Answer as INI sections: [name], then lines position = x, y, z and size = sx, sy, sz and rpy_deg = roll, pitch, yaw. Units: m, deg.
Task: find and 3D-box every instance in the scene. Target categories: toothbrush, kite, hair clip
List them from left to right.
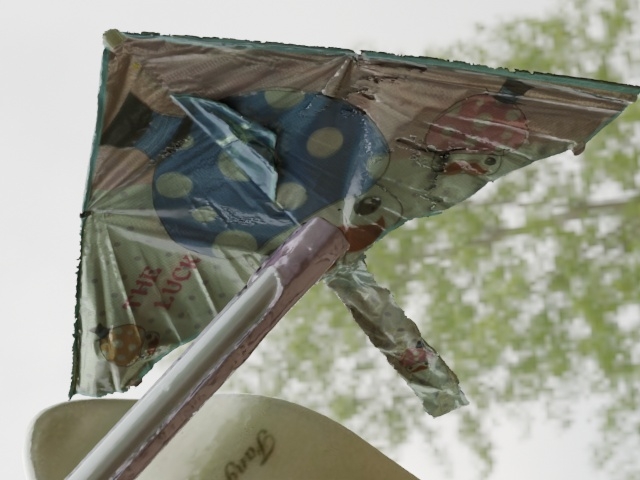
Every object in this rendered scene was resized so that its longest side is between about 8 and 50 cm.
[toothbrush]
position = -0.105, 0.121, 0.544
size = 0.354, 0.024, 0.029
rpy_deg = -48, -56, -21
[hair clip]
position = -0.062, 0.179, 1.016
size = 0.172, 0.282, 0.113
rpy_deg = -51, -43, -34
[kite]
position = 0.000, 0.000, 0.759
size = 0.314, 0.335, 0.011
rpy_deg = 46, -154, -39
